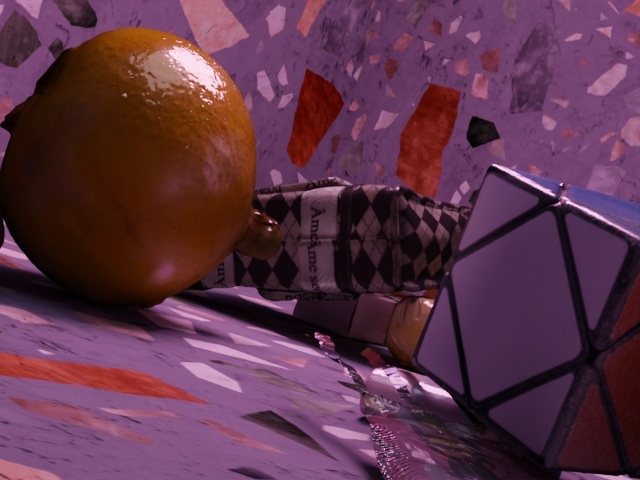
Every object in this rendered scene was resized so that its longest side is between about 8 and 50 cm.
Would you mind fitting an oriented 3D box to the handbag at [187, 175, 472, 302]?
[{"bbox_3d":[0.000,0.000,1.850,0.416,0.180,0.317,-1,-1,29],"label":"handbag"}]

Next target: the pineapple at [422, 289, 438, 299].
[{"bbox_3d":[0.302,0.160,2.052,0.165,0.165,0.364,18,-6,41],"label":"pineapple"}]

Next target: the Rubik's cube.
[{"bbox_3d":[0.240,0.072,1.094,0.205,0.207,0.205,10,16,-34],"label":"Rubik's cube"}]

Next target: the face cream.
[{"bbox_3d":[0.138,0.171,1.185,0.198,0.057,0.084,15,3,17],"label":"face cream"}]

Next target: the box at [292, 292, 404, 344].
[{"bbox_3d":[0.074,0.119,2.021,0.199,0.081,0.135,13,4,-44],"label":"box"}]

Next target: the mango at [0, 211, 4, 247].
[{"bbox_3d":[-0.420,-0.026,1.375,0.147,0.109,0.227,41,-6,-16],"label":"mango"}]

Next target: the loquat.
[{"bbox_3d":[-0.206,-0.070,1.474,0.359,0.328,0.328,29,-2,-17],"label":"loquat"}]

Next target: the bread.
[{"bbox_3d":[0.207,0.151,1.692,0.236,0.106,0.140,18,0,22],"label":"bread"}]

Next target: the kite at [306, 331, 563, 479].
[{"bbox_3d":[0.090,0.150,1.021,0.204,0.022,0.360,14,12,-25],"label":"kite"}]
